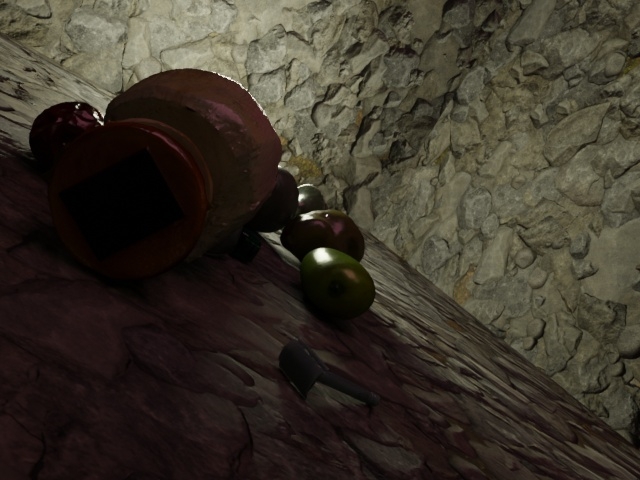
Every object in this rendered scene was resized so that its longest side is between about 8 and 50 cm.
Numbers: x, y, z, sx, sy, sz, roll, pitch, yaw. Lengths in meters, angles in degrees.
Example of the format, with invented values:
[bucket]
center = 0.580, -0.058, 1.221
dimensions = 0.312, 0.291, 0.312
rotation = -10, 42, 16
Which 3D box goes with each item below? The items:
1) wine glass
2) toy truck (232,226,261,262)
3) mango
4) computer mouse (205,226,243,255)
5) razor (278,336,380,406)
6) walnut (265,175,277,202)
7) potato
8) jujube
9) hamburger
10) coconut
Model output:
[wine glass]
center = -0.152, -0.127, 2.419
dimensions = 0.323, 0.238, 0.238
rotation = 20, 14, -49
[toy truck]
center = -0.206, 0.007, 1.947
dimensions = 0.079, 0.065, 0.147
rotation = 33, 5, -23
[mango]
center = 0.038, 0.105, 1.950
dimensions = 0.192, 0.156, 0.343
rotation = 31, 6, -17
[computer mouse]
center = -0.239, -0.126, 1.840
dimensions = 0.167, 0.090, 0.379
rotation = 26, 52, -18
[razor]
center = 0.032, 0.263, 1.344
dimensions = 0.232, 0.068, 0.106
rotation = 34, 6, -40
[walnut]
center = -0.290, -0.213, 2.158
dimensions = 0.332, 0.333, 0.333
rotation = 31, 8, -5
[potato]
center = 0.003, -0.003, 2.334
dimensions = 0.218, 0.203, 0.351
rotation = 23, 9, 36
[jujube]
center = -0.556, -0.226, 1.648
dimensions = 0.174, 0.174, 0.250
rotation = 29, 3, -20
[hamburger]
center = -0.323, -0.075, 1.279
dimensions = 0.291, 0.291, 0.225
rotation = 30, 7, -15
[coconut]
center = -0.278, -0.182, 1.596
dimensions = 0.404, 0.405, 0.404
rotation = 31, 8, -5
